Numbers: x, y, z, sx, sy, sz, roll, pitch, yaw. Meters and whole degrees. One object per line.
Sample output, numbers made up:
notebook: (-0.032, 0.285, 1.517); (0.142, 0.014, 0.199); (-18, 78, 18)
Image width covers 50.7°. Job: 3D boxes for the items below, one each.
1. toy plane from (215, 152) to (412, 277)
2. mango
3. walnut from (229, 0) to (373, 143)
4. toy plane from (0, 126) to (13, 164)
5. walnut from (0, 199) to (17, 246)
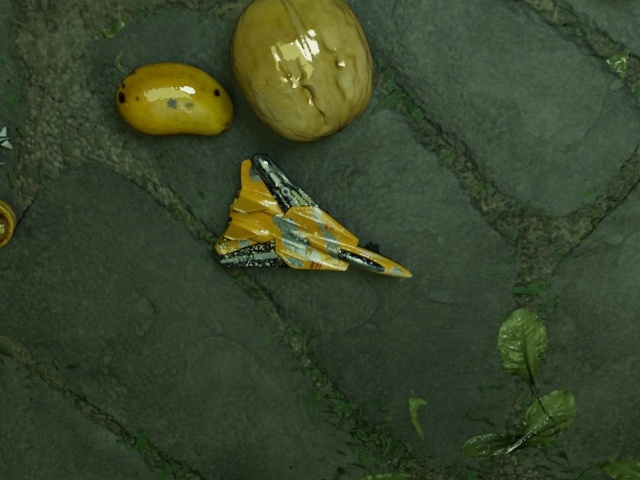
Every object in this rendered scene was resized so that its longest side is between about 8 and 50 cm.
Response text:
toy plane: (0.000, -0.005, 1.105); (0.316, 0.103, 0.204); (17, 113, -10)
mango: (-0.224, -0.216, 1.043); (0.178, 0.090, 0.115); (1, 120, 0)
walnut: (-0.025, -0.250, 0.968); (0.195, 0.195, 0.222); (-24, 114, 12)
toy plane: (-0.550, -0.159, 1.117); (0.083, 0.031, 0.079); (-16, 93, 7)
walnut: (-0.568, -0.032, 1.153); (0.121, 0.052, 0.091); (-16, 110, 12)
